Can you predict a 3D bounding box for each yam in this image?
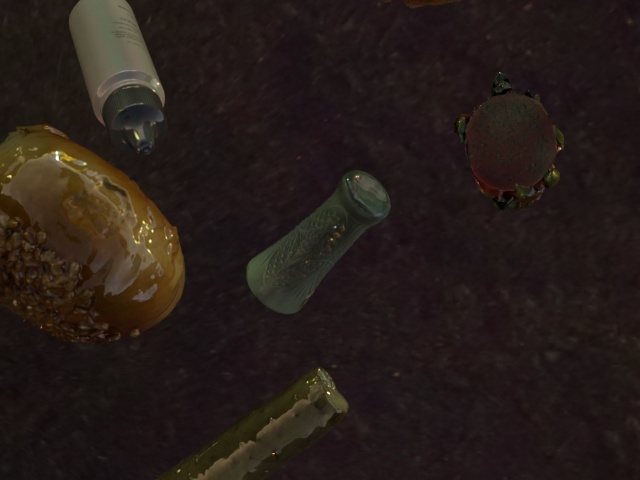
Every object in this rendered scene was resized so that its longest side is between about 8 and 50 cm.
[{"bbox_3d":[-0.125,0.264,1.237,0.371,0.083,0.083,-35,98,19],"label":"yam"}]

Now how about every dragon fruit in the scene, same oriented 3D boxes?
[{"bbox_3d":[0.231,-0.104,1.389,0.138,0.175,0.142,22,71,20],"label":"dragon fruit"}]

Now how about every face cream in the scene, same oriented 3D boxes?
[{"bbox_3d":[-0.248,-0.202,1.398,0.092,0.311,0.092,-12,131,-14],"label":"face cream"}]

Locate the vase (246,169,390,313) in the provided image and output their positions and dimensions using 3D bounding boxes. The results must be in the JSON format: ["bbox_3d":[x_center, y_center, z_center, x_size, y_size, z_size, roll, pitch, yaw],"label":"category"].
[{"bbox_3d":[0.000,0.000,1.464,0.096,0.219,0.096,26,41,-25],"label":"vase"}]

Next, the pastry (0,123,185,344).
[{"bbox_3d":[-0.399,0.008,1.707,0.409,0.409,0.245,40,70,-12],"label":"pastry"}]

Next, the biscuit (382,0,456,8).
[{"bbox_3d":[0.087,-0.478,1.249,0.104,0.429,0.446,-41,133,-41],"label":"biscuit"}]
